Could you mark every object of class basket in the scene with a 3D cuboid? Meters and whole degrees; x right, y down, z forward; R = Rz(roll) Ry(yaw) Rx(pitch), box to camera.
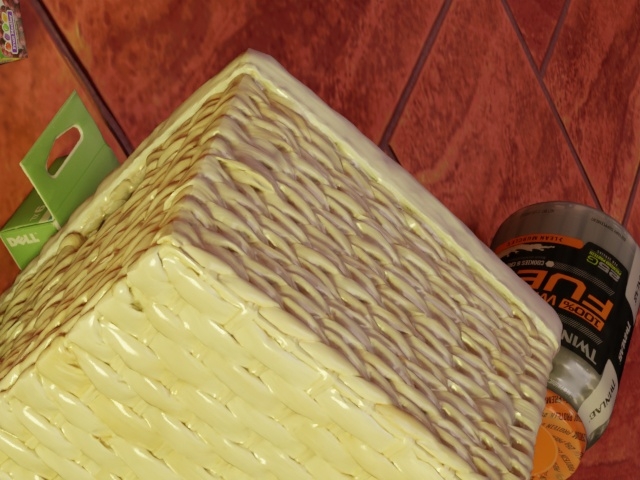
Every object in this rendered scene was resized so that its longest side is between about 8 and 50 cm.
[{"bbox_3d":[-0.053,0.115,1.244,0.331,0.328,0.266,40,31,-14],"label":"basket"}]

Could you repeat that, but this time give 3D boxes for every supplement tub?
[{"bbox_3d":[0.257,0.119,2.028,0.193,0.193,0.316,59,36,-32],"label":"supplement tub"}]

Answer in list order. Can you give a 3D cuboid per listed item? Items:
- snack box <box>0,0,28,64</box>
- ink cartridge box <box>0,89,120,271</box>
[{"bbox_3d":[-0.282,-0.208,1.365,0.100,0.037,0.141,-9,90,-58],"label":"snack box"},{"bbox_3d":[-0.193,-0.004,1.431,0.209,0.062,0.109,62,35,-28],"label":"ink cartridge box"}]
